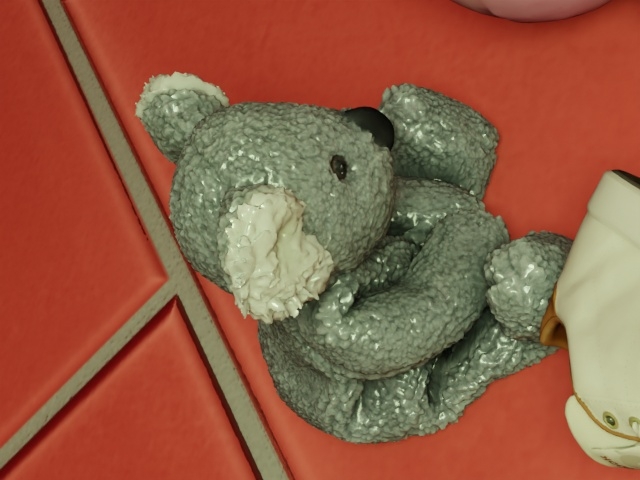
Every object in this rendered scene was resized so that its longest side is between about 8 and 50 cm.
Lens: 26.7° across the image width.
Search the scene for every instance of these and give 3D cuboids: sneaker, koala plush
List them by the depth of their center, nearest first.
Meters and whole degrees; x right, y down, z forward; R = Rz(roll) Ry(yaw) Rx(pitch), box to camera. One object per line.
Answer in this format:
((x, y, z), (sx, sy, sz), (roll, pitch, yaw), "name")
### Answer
((0.184, 0.073, 0.584), (0.123, 0.106, 0.290), (-63, 21, 12), "sneaker")
((0.000, 0.000, 0.748), (0.203, 0.221, 0.196), (-44, 45, 14), "koala plush")

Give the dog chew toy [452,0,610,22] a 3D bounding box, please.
((0.188, -0.219, 0.729), (0.332, 0.206, 0.206), (10, 74, 36), "dog chew toy")
